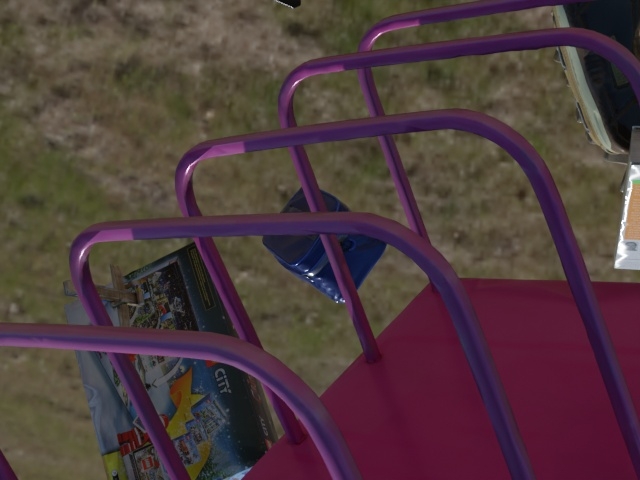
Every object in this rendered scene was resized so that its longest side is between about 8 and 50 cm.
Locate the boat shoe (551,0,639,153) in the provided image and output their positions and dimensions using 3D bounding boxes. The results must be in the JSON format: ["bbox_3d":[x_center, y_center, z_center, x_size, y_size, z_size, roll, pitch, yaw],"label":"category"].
[{"bbox_3d":[0.197,-0.155,0.886,0.068,0.190,0.072,-14,-171,-15],"label":"boat shoe"}]

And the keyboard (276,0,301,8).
[{"bbox_3d":[-0.099,-0.327,1.303,0.192,0.100,0.038,19,136,-29],"label":"keyboard"}]

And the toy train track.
[{"bbox_3d":[-0.145,0.036,0.827,0.014,0.048,0.083,-20,163,25],"label":"toy train track"}]

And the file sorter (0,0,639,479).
[{"bbox_3d":[0.033,0.034,0.477,0.202,0.291,0.182,0,121,41],"label":"file sorter"}]

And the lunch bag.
[{"bbox_3d":[0.000,0.000,0.923,0.065,0.067,0.098,36,177,-24],"label":"lunch bag"}]

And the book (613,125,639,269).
[{"bbox_3d":[0.269,-0.022,0.871,0.096,0.035,0.144,5,147,11],"label":"book"}]

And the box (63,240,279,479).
[{"bbox_3d":[-0.142,0.135,1.136,0.159,0.233,0.044,-25,155,12],"label":"box"}]

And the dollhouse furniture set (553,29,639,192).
[{"bbox_3d":[0.341,-0.200,1.125,0.135,0.262,0.259,5,125,-9],"label":"dollhouse furniture set"}]
